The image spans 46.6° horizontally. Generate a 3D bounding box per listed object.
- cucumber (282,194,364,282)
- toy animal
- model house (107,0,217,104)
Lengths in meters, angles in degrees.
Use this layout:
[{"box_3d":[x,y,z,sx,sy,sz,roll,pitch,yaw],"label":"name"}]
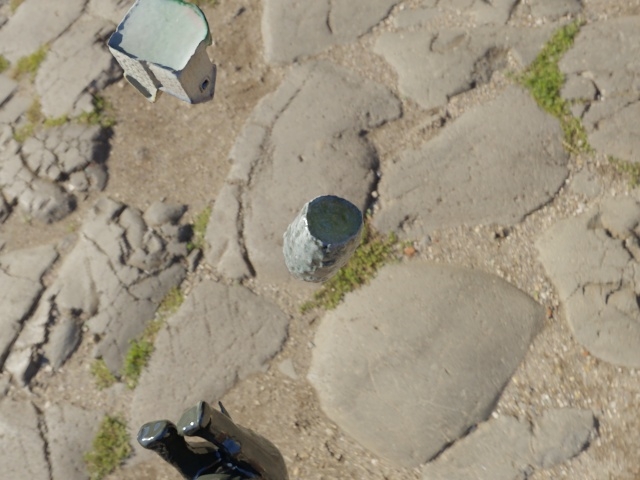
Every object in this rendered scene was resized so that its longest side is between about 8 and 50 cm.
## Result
[{"box_3d":[0.000,0.000,0.651,0.064,0.112,0.064,2,76,-9],"label":"cucumber"},{"box_3d":[-0.074,0.234,0.539,0.115,0.146,0.245,-10,46,31],"label":"toy animal"},{"box_3d":[-0.159,-0.202,0.822,0.101,0.100,0.087,25,74,19],"label":"model house"}]
